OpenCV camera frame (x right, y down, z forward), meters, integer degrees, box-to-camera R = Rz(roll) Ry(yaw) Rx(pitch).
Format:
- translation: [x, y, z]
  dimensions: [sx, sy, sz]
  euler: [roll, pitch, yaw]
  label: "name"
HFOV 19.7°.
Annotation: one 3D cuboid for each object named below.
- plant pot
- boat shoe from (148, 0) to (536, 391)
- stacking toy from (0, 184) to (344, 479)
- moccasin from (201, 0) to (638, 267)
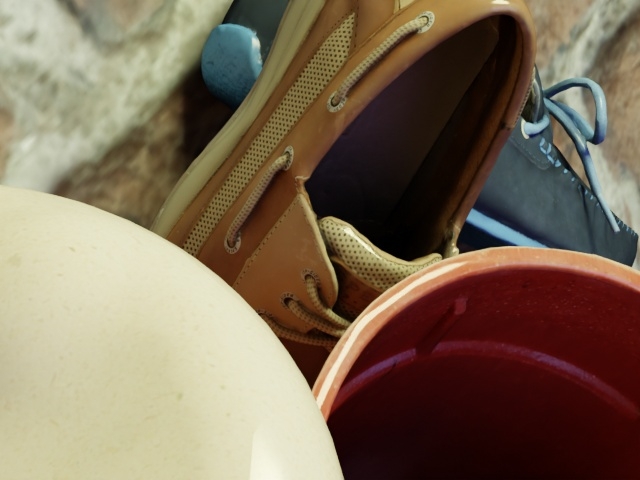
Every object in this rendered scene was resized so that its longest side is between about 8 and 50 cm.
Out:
- translation: [0.061, 0.182, 0.837]
  dimensions: [0.272, 0.265, 0.272]
  euler: [12, 59, -20]
  label: "plant pot"
- translation: [0.000, 0.000, 0.862]
  dimensions: [0.123, 0.116, 0.324]
  euler: [12, 113, -29]
  label: "boat shoe"
- translation: [-0.140, 0.245, 0.723]
  dimensions: [0.350, 0.350, 0.480]
  euler: [-53, 149, -33]
  label: "stacking toy"
- translation: [0.087, -0.064, 1.017]
  dimensions: [0.342, 0.137, 0.117]
  euler: [30, 82, -49]
  label: "moccasin"
